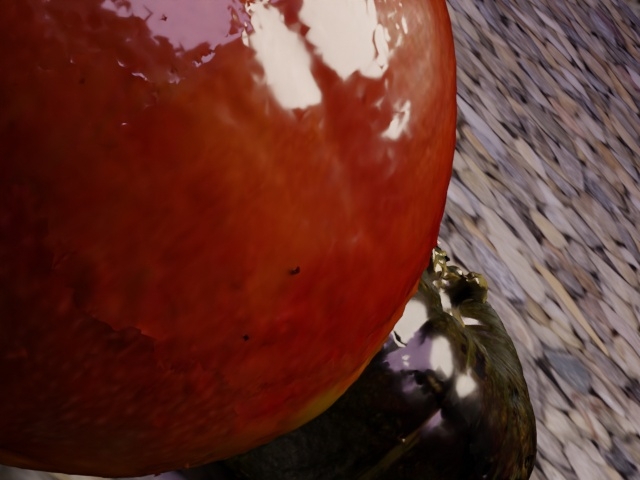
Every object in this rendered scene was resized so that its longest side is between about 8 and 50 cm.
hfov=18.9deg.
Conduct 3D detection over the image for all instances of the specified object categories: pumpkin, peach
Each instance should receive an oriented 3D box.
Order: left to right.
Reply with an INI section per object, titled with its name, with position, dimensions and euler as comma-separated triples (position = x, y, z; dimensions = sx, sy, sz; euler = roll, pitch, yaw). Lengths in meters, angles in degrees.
[peach]
position = -0.107, -0.062, 0.834
dimensions = 0.373, 0.290, 0.372
euler = -13, 106, -56
[pumpkin]
position = 0.024, 0.066, 1.069
dimensions = 0.238, 0.159, 0.238
euler = 40, 20, -18
